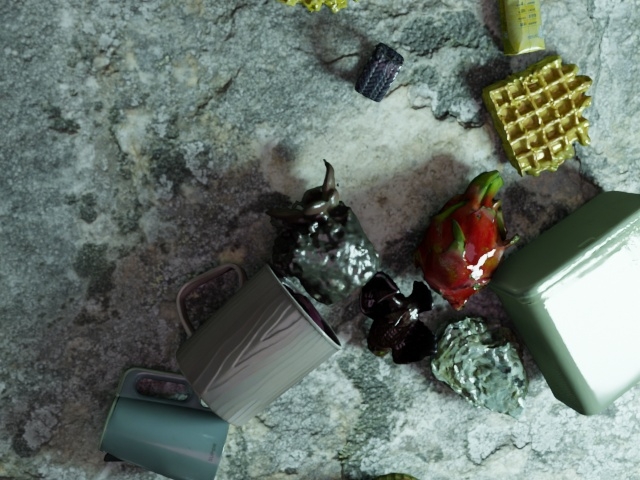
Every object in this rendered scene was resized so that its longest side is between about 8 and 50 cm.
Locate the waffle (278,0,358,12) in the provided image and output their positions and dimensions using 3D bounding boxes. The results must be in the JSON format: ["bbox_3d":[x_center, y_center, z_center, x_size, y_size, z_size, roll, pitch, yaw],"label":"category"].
[{"bbox_3d":[-0.020,-0.593,1.497,0.307,0.060,0.312,22,100,-15],"label":"waffle"}]

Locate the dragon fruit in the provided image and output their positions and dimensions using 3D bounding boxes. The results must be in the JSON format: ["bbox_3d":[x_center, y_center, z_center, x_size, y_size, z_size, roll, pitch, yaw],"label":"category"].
[{"bbox_3d":[0.309,0.001,1.643,0.269,0.198,0.200,-53,144,-21],"label":"dragon fruit"}]

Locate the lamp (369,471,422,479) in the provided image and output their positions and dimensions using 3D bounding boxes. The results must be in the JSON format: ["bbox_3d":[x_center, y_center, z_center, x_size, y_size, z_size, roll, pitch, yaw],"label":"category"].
[{"bbox_3d":[0.143,0.636,1.715,0.284,0.250,0.250,-27,106,6],"label":"lamp"}]

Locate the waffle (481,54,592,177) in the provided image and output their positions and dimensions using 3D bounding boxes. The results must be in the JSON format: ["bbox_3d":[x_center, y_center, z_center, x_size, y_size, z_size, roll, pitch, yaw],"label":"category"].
[{"bbox_3d":[0.472,-0.259,1.657,0.219,0.057,0.229,-28,106,-3],"label":"waffle"}]

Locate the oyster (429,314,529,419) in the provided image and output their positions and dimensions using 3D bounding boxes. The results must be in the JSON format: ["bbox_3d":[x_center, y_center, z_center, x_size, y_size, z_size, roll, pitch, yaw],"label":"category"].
[{"bbox_3d":[0.358,0.268,1.730,0.268,0.112,0.198,22,98,-17],"label":"oyster"}]

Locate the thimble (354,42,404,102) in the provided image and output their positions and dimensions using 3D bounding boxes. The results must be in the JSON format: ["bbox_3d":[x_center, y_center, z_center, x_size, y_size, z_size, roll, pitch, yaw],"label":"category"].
[{"bbox_3d":[0.115,-0.329,1.565,0.066,0.095,0.104,29,132,-5],"label":"thimble"}]

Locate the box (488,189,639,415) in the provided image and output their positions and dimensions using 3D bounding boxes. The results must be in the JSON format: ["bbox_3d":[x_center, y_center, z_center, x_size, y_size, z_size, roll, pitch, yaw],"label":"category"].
[{"bbox_3d":[0.584,0.129,1.691,0.352,0.177,0.344,-34,109,-10],"label":"box"}]

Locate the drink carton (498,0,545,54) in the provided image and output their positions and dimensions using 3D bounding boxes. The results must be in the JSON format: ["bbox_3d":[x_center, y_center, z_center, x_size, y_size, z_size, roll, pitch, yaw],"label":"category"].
[{"bbox_3d":[0.394,-0.473,1.588,0.084,0.074,0.200,-13,106,-7],"label":"drink carton"}]

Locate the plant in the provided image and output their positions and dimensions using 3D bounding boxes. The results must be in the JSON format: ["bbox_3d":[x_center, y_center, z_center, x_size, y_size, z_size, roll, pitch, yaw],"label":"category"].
[{"bbox_3d":[0.000,0.000,1.572,0.204,0.178,0.234,-35,112,0],"label":"plant"}]

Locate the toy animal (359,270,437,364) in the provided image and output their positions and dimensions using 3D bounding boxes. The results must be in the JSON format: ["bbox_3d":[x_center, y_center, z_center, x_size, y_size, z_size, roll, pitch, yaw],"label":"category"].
[{"bbox_3d":[0.161,0.173,1.665,0.116,0.218,0.179,-23,151,-27],"label":"toy animal"}]

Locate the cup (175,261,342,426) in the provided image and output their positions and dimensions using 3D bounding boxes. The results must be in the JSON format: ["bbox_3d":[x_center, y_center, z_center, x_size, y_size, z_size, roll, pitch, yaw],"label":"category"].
[{"bbox_3d":[-0.142,0.183,1.574,0.273,0.208,0.288,-42,107,3],"label":"cup"}]

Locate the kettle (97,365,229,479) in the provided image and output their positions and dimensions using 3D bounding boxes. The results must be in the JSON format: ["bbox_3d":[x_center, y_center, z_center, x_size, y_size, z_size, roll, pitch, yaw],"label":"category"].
[{"bbox_3d":[-0.311,0.373,1.629,0.243,0.160,0.210,18,80,-7],"label":"kettle"}]
